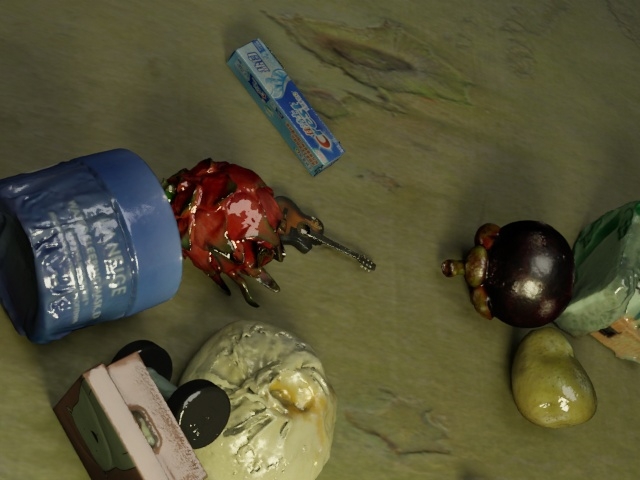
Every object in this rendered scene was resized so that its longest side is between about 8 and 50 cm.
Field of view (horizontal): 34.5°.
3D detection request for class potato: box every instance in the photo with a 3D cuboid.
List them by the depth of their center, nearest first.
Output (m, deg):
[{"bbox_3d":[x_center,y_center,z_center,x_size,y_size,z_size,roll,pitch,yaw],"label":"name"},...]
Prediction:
[{"bbox_3d":[0.421,0.252,1.890,0.157,0.157,0.193,5,63,-28],"label":"potato"}]

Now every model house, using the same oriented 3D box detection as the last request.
[{"bbox_3d":[0.670,0.121,2.073,0.325,0.194,0.267,38,54,-13],"label":"model house"}]

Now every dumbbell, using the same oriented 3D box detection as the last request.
[{"bbox_3d":[-0.222,0.223,1.504,0.100,0.191,0.100,-19,120,-37],"label":"dumbbell"}]

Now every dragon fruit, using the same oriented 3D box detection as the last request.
[{"bbox_3d":[-0.148,-0.022,1.673,0.274,0.192,0.193,40,45,-21],"label":"dragon fruit"}]

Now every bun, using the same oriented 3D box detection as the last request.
[{"bbox_3d":[-0.088,0.261,1.596,0.287,0.146,0.287,10,66,-22],"label":"bun"}]

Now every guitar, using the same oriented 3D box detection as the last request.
[{"bbox_3d":[0.000,0.000,1.846,0.233,0.025,0.088,27,57,-17],"label":"guitar"}]

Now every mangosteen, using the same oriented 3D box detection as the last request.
[{"bbox_3d":[0.351,0.058,1.926,0.250,0.211,0.211,6,61,5],"label":"mangosteen"}]

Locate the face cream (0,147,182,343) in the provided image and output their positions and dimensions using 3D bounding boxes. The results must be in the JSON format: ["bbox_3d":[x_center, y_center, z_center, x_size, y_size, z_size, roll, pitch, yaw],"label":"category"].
[{"bbox_3d":[-0.357,0.009,1.502,0.225,0.249,0.249,-21,79,-32],"label":"face cream"}]

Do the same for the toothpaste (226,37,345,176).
[{"bbox_3d":[-0.064,-0.248,1.910,0.066,0.053,0.272,-35,88,-36],"label":"toothpaste"}]

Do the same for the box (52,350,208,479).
[{"bbox_3d":[-0.268,0.283,1.438,0.086,0.215,0.215,-27,82,-32],"label":"box"}]
